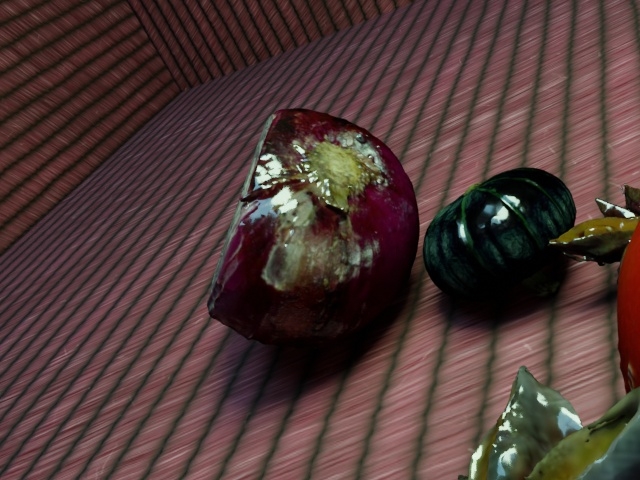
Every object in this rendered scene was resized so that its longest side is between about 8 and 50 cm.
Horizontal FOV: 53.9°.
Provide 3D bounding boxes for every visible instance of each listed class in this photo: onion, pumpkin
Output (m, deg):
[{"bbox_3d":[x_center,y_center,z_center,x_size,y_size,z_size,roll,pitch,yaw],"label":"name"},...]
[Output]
[{"bbox_3d":[0.000,0.000,0.848,0.336,0.260,0.282,-81,17,-45],"label":"onion"},{"bbox_3d":[0.215,-0.008,0.769,0.194,0.150,0.194,-17,21,7],"label":"pumpkin"}]

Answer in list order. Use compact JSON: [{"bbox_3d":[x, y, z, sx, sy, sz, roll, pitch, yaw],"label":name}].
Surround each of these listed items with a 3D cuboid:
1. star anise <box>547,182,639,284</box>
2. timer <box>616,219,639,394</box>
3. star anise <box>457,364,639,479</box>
[{"bbox_3d":[0.327,0.010,0.660,0.157,0.053,0.212,-3,49,-19],"label":"star anise"},{"bbox_3d":[0.379,0.061,0.363,0.378,0.279,0.378,-20,27,11],"label":"timer"},{"bbox_3d":[0.135,0.230,0.362,0.118,0.331,0.331,15,37,2],"label":"star anise"}]
